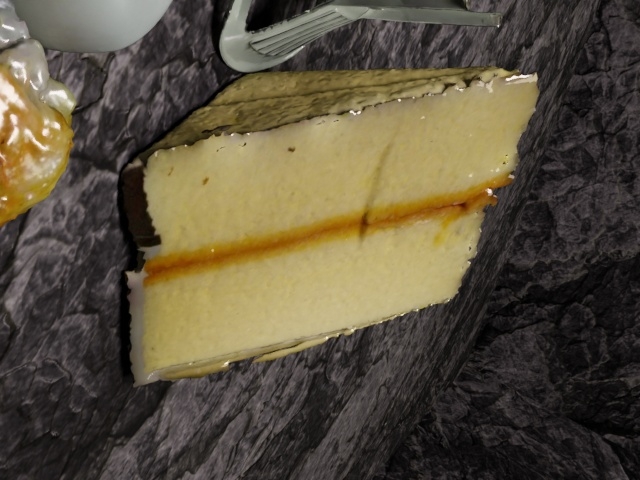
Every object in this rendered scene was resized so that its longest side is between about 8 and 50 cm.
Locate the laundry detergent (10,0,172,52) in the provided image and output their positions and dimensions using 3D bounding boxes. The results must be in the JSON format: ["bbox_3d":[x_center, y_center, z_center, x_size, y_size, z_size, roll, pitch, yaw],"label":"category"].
[{"bbox_3d":[-0.128,-0.325,0.501,0.398,0.124,0.264,98,3,-52],"label":"laundry detergent"}]

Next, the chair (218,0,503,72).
[{"bbox_3d":[0.036,-0.273,0.969,0.203,0.274,0.191,-7,97,-64],"label":"chair"}]

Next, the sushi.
[{"bbox_3d":[-0.224,-0.083,0.480,0.139,0.274,0.184,-44,125,-23],"label":"sushi"}]

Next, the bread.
[{"bbox_3d":[0.000,0.000,1.025,0.242,0.404,0.346,-56,148,-48],"label":"bread"}]
